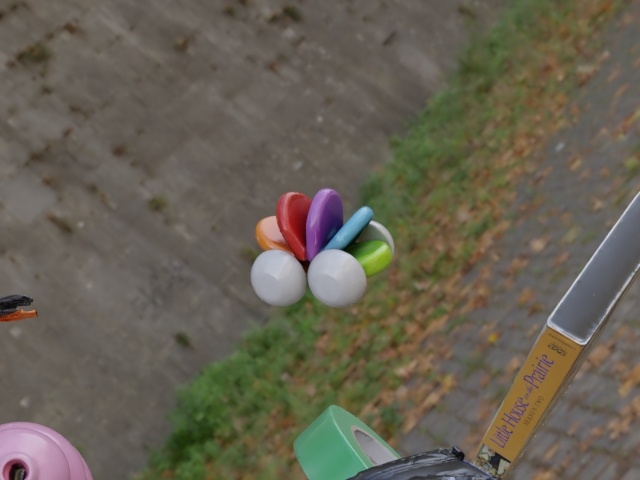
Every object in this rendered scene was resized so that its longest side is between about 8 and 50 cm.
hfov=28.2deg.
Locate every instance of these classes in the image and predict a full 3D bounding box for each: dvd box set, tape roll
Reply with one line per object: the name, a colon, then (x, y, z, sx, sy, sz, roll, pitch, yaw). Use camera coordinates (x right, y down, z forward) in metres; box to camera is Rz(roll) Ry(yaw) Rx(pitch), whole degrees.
dvd box set: (0.353, 0.140, 1.793, 0.307, 0.062, 0.420, -47, -17, -33)
tape roll: (0.099, 0.371, 1.780, 0.077, 0.321, 0.321, -44, 4, 5)

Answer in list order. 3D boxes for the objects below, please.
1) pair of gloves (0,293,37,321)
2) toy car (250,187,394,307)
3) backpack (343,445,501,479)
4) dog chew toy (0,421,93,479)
pair of gloves: (-0.408, 0.089, 1.652, 0.074, 0.010, 0.083, -8, -22, -9)
toy car: (0.000, 0.000, 1.606, 0.182, 0.136, 0.159, 0, 21, 26)
backpack: (0.078, 0.223, 1.014, 0.114, 0.084, 0.105, -8, 11, -18)
dog chew toy: (-0.396, 0.330, 1.670, 0.206, 0.206, 0.332, -49, -4, -23)
